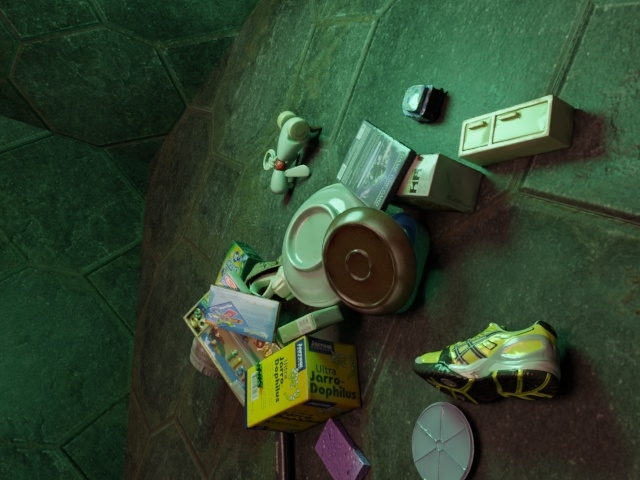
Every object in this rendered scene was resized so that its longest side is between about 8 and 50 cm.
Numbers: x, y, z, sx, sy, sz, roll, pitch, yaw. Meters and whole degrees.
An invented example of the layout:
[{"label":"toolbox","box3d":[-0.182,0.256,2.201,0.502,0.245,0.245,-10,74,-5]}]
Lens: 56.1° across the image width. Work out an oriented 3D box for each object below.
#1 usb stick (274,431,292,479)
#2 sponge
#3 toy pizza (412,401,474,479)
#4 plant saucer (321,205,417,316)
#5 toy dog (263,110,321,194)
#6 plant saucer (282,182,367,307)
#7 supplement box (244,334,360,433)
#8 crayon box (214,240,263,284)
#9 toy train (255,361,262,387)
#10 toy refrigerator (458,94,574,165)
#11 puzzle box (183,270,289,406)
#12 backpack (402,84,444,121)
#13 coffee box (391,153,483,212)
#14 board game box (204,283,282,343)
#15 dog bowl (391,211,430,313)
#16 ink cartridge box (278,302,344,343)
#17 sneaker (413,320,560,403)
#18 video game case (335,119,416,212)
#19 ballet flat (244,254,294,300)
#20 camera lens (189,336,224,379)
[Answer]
[{"label":"usb stick","box3d":[-0.123,0.696,1.966,0.077,0.045,0.277,-36,48,43]},{"label":"sponge","box3d":[0.059,0.623,1.734,0.210,0.031,0.117,42,112,56]},{"label":"toy pizza","box3d":[0.295,0.489,1.433,0.201,0.032,0.201,-31,51,49]},{"label":"plant saucer","box3d":[0.115,0.064,1.624,0.311,0.050,0.310,13,111,36]},{"label":"toy dog","box3d":[-0.095,-0.349,2.355,0.333,0.161,0.220,116,147,-42]},{"label":"plant saucer","box3d":[0.000,0.000,1.841,0.401,0.101,0.400,-20,60,38]},{"label":"supplement box","box3d":[-0.066,0.454,1.850,0.356,0.194,0.195,-38,46,43]},{"label":"crayon box","box3d":[-0.366,0.186,2.545,0.203,0.083,0.322,37,108,57]},{"label":"toy train","box3d":[-0.193,0.419,1.862,0.023,0.017,0.083,-53,36,45]},{"label":"toy refrigerator","box3d":[0.466,-0.262,1.460,0.270,0.094,0.102,-5,72,57]},{"label":"puzzle box","box3d":[-0.287,0.347,2.135,0.272,0.052,0.409,-45,72,17]},{"label":"backpack","box3d":[0.296,-0.415,1.802,0.114,0.084,0.104,14,85,61]},{"label":"coffee box","box3d":[0.268,-0.157,1.646,0.297,0.168,0.118,10,85,57]},{"label":"board game box","box3d":[-0.271,0.252,2.084,0.282,0.027,0.144,12,93,24]},{"label":"dog bowl","box3d":[0.221,0.071,1.702,0.166,0.074,0.297,14,88,58]},{"label":"ink cartridge box","box3d":[0.012,0.240,1.828,0.171,0.235,0.056,-33,73,46]},{"label":"sneaker","box3d":[0.372,0.272,1.349,0.385,0.145,0.147,-16,42,51]},{"label":"video game case","box3d":[0.146,-0.208,1.678,0.196,0.026,0.274,-64,34,16]},{"label":"ballet flat","box3d":[-0.134,0.141,2.116,0.182,0.164,0.483,-48,16,-31]},{"label":"camera lens","box3d":[-0.363,0.368,2.325,0.274,0.220,0.219,-65,33,14]}]
